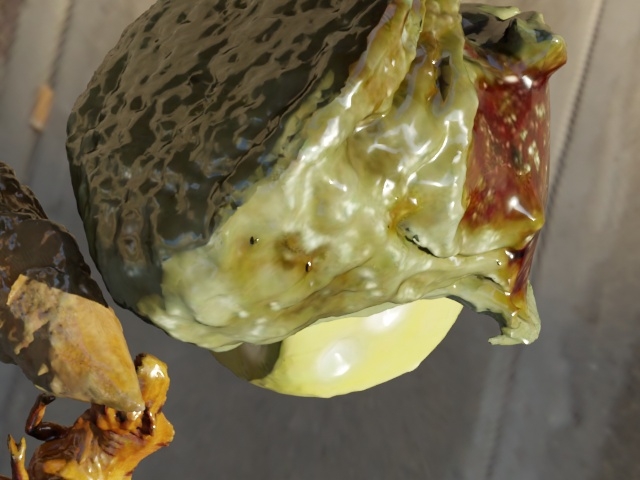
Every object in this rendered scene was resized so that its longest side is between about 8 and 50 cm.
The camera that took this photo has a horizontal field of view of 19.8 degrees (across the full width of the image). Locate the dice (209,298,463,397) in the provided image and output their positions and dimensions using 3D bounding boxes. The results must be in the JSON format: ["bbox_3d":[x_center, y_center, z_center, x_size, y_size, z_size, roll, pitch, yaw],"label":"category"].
[{"bbox_3d":[0.000,0.000,1.328,0.169,0.169,0.166,-13,128,-33],"label":"dice"}]

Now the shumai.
[{"bbox_3d":[0.027,-0.023,1.113,0.292,0.330,0.288,-15,127,32],"label":"shumai"}]

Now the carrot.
[{"bbox_3d":[-0.189,0.024,1.134,0.102,0.102,0.263,-47,58,0],"label":"carrot"}]

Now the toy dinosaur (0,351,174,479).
[{"bbox_3d":[-0.235,0.229,1.357,0.208,0.097,0.432,19,121,-3],"label":"toy dinosaur"}]
